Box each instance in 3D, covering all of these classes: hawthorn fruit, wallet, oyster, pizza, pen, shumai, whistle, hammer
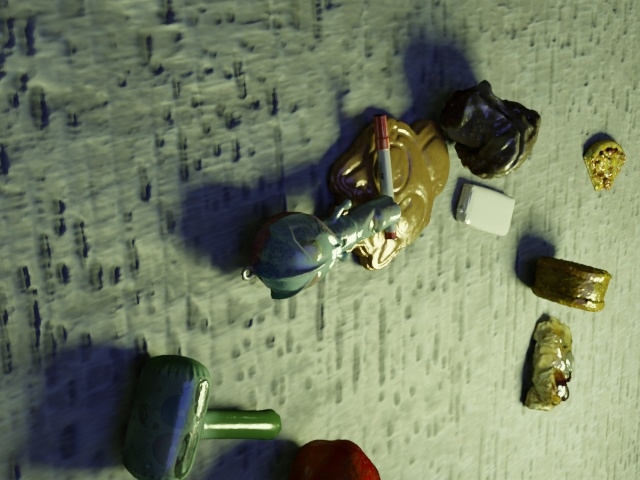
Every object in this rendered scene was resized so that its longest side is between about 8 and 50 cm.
[{"bbox_3d":[0.017,0.472,1.798,0.179,0.179,0.200,58,43,-37],"label":"hawthorn fruit"},{"bbox_3d":[0.361,-0.066,2.130,0.190,0.033,0.095,10,91,-47],"label":"wallet"},{"bbox_3d":[0.579,0.313,2.404,0.161,0.107,0.232,28,78,-37],"label":"oyster"},{"bbox_3d":[0.725,-0.189,2.457,0.175,0.046,0.134,-19,113,-42],"label":"pizza"},{"bbox_3d":[0.121,-0.117,1.812,0.028,0.028,0.239,-20,111,-41],"label":"pen"},{"bbox_3d":[0.348,-0.248,1.958,0.218,0.184,0.185,-45,131,-37],"label":"shumai"},{"bbox_3d":[-0.001,-0.001,1.701,0.346,0.134,0.142,-26,106,-35],"label":"whistle"},{"bbox_3d":[-0.180,0.302,1.629,0.335,0.119,0.206,16,89,-53],"label":"hammer"}]

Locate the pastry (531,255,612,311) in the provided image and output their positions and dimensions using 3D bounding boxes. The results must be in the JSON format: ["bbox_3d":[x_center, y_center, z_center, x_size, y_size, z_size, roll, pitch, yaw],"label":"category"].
[{"bbox_3d":[0.592,0.102,2.303,0.189,0.189,0.103,9,97,-46],"label":"pastry"}]

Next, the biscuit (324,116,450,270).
[{"bbox_3d":[0.130,-0.097,1.877,0.376,0.051,0.269,-41,125,-30],"label":"biscuit"}]
